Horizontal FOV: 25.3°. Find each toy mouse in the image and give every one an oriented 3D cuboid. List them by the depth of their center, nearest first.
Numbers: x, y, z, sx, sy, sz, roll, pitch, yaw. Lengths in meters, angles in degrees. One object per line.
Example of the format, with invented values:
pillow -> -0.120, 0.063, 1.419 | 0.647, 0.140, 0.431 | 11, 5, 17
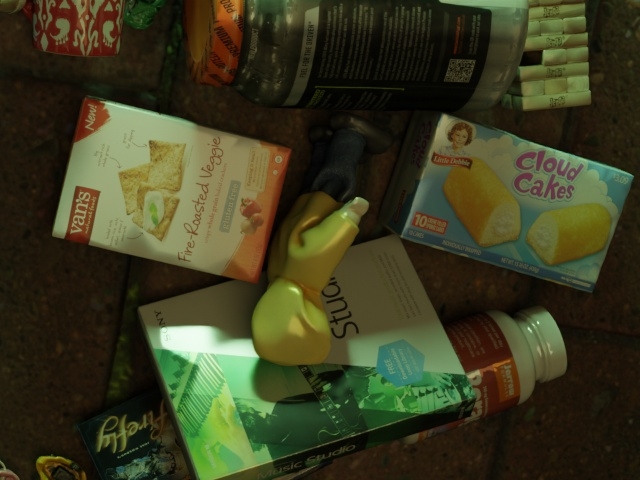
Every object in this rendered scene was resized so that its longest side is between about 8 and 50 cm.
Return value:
toy mouse -> -0.331, 0.301, 1.611 | 0.161, 0.031, 0.143 | 33, 89, -20

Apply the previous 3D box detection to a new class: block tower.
block tower -> 0.243, -0.322, 1.643 | 0.097, 0.091, 0.335 | -7, 102, -17

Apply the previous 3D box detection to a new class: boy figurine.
boy figurine -> 0.000, 0.000, 1.557 | 0.092, 0.177, 0.285 | 23, 66, -20

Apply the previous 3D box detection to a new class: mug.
mug -> -0.264, -0.286, 1.501 | 0.113, 0.150, 0.169 | -13, 112, -52

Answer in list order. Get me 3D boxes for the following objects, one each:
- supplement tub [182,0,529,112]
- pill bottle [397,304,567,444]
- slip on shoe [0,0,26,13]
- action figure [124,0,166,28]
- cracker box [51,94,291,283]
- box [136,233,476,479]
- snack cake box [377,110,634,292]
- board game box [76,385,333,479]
supplement tub -> 0.033, -0.242, 1.531 | 0.338, 0.207, 0.207 | 0, 100, -18
pill bottle -> 0.176, 0.153, 1.693 | 0.216, 0.121, 0.121 | -18, 105, -13
slip on shoe -> -0.348, -0.295, 1.466 | 0.041, 0.051, 0.135 | -19, 86, -52
action figure -> -0.161, -0.333, 1.509 | 0.063, 0.137, 0.232 | 15, 105, -14
cracker box -> -0.163, -0.056, 1.561 | 0.232, 0.067, 0.156 | 13, 96, -9
box -> -0.019, 0.135, 1.588 | 0.322, 0.232, 0.058 | -17, 148, -13
snack cake box -> 0.218, -0.050, 1.682 | 0.264, 0.089, 0.152 | 16, 99, -20
board game box -> -0.129, 0.231, 1.614 | 0.243, 0.042, 0.165 | -26, 74, -11
